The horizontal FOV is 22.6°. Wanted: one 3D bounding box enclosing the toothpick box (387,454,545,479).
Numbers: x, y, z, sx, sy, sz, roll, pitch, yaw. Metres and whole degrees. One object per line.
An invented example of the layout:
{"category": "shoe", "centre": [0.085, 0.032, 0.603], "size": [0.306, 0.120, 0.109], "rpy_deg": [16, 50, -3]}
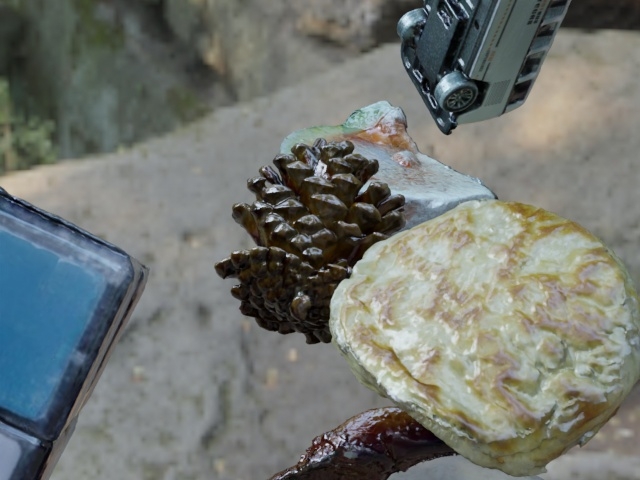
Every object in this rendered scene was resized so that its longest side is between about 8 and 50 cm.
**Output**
{"category": "toothpick box", "centre": [0.057, 0.431, 1.604], "size": [0.425, 0.409, 0.409], "rpy_deg": [-14, 16, 9]}

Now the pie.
{"category": "pie", "centre": [0.112, 0.060, 1.059], "size": [0.179, 0.084, 0.205], "rpy_deg": [-42, 52, -19]}

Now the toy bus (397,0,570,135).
{"category": "toy bus", "centre": [0.119, -0.166, 1.074], "size": [0.089, 0.194, 0.087], "rpy_deg": [-10, 53, -23]}

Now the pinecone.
{"category": "pinecone", "centre": [-0.001, 0.001, 1.502], "size": [0.179, 0.195, 0.150], "rpy_deg": [6, -2, 19]}

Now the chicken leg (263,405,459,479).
{"category": "chicken leg", "centre": [0.036, 0.157, 1.112], "size": [0.205, 0.093, 0.053], "rpy_deg": [-30, 23, 28]}

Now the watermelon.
{"category": "watermelon", "centre": [0.070, -0.043, 1.689], "size": [0.213, 0.320, 0.289], "rpy_deg": [-18, -26, 27]}

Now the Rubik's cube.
{"category": "Rubik's cube", "centre": [-0.348, 0.089, 1.344], "size": [0.316, 0.318, 0.313], "rpy_deg": [27, -2, -4]}
